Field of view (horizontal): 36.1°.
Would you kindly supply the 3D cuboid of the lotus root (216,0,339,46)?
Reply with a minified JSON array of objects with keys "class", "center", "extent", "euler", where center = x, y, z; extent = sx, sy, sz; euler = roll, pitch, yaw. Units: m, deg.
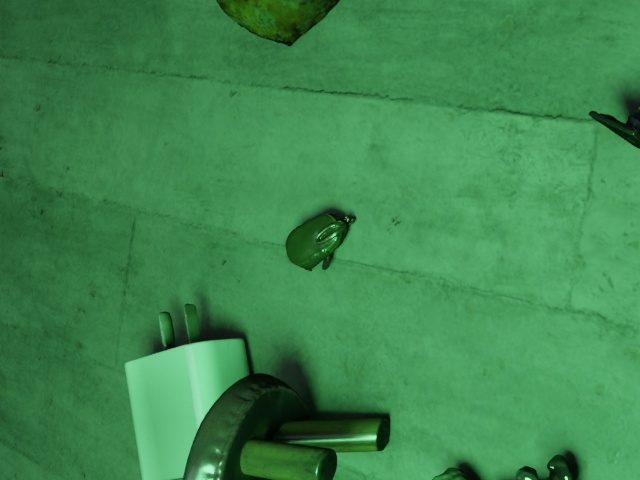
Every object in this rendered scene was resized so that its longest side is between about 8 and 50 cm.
[{"class":"lotus root","center":[-0.055,-0.434,1.348],"extent":[0.210,0.142,0.314],"euler":[31,110,35]}]

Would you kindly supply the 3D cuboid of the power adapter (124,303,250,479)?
[{"class":"power adapter","center":[-0.194,0.224,1.458],"extent":[0.187,0.124,0.255],"euler":[-18,78,37]}]

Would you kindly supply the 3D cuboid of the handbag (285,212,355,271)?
[{"class":"handbag","center":[0.000,0.000,1.349],"extent":[0.111,0.047,0.072],"euler":[-35,62,34]}]

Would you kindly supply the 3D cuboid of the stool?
[{"class":"stool","center":[-0.039,0.317,1.253],"extent":[0.178,0.272,0.272],"euler":[8,94,27]}]

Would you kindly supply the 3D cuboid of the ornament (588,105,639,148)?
[{"class":"ornament","center":[0.375,-0.187,1.032],"extent":[0.203,0.088,0.081],"euler":[-63,29,5]}]

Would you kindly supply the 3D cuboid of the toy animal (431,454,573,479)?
[{"class":"toy animal","center":[0.237,0.328,1.110],"extent":[0.343,0.106,0.168],"euler":[1,97,46]}]
